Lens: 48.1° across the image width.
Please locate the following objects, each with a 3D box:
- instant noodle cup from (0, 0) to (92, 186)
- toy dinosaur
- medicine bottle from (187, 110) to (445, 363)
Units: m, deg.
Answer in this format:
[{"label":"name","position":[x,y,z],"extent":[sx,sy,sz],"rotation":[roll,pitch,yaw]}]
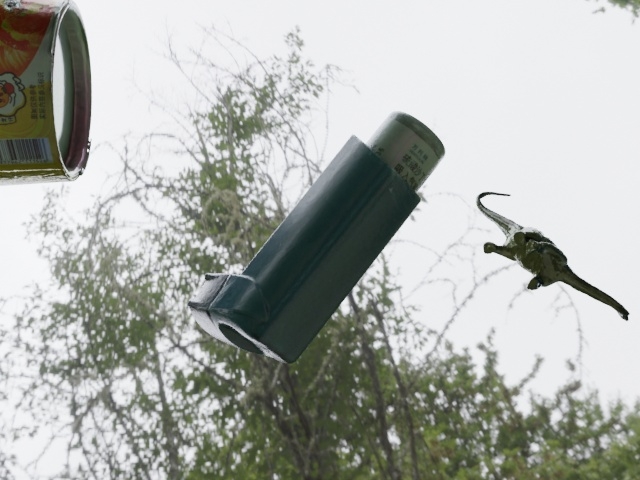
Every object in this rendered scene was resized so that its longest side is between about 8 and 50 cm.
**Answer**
[{"label":"instant noodle cup","position":[-0.374,-0.172,0.797],"extent":[0.200,0.264,0.264],"rotation":[1,-65,-6]},{"label":"toy dinosaur","position":[0.366,0.020,1.238],"extent":[0.147,0.363,0.076],"rotation":[4,-57,-43]},{"label":"medicine bottle","position":[0.000,0.000,0.630],"extent":[0.079,0.124,0.258],"rotation":[42,-95,-30]}]
